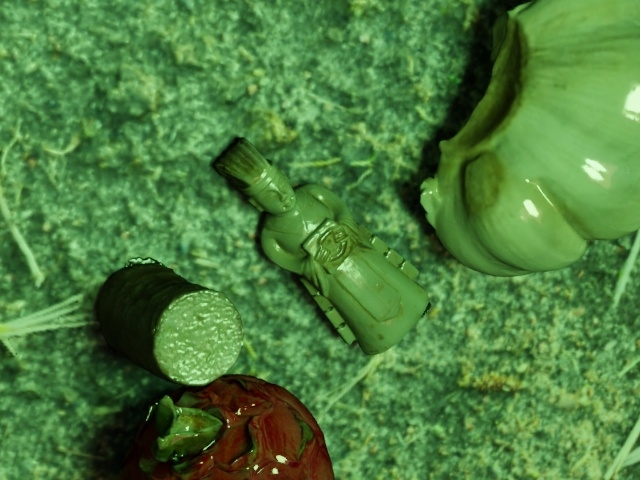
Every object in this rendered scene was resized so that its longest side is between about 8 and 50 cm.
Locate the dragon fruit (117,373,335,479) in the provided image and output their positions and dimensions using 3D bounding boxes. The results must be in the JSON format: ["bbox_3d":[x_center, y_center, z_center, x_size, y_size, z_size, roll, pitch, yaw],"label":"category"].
[{"bbox_3d":[-0.074,0.191,1.322,0.172,0.172,0.209,-18,141,-22],"label":"dragon fruit"}]

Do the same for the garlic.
[{"bbox_3d":[0.226,-0.090,1.396,0.203,0.184,0.281,12,96,-49],"label":"garlic"}]

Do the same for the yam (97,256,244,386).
[{"bbox_3d":[-0.115,0.064,1.291,0.084,0.127,0.084,-5,102,-24],"label":"yam"}]

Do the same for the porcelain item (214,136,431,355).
[{"bbox_3d":[0.000,0.000,1.374,0.084,0.054,0.213,-49,118,-10],"label":"porcelain item"}]
